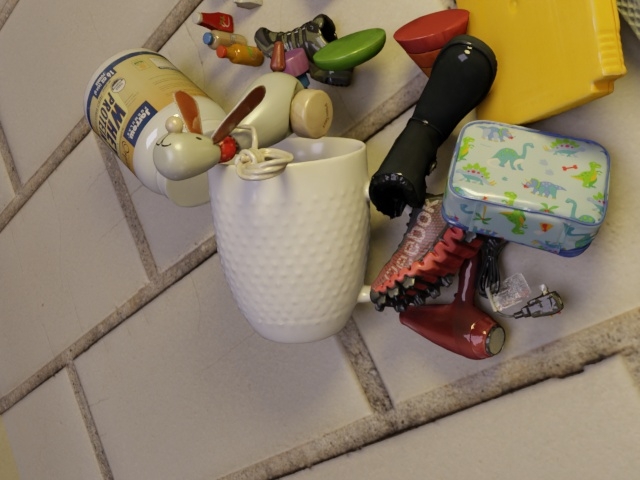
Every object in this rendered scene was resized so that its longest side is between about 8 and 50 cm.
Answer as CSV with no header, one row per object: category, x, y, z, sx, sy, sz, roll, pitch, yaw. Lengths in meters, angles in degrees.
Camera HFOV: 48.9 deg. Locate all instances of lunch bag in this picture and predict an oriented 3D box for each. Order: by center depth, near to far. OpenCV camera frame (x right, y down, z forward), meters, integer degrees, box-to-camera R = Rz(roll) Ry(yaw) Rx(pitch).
lunch bag,0.291,-0.080,0.993,0.219,0.176,0.090,13,145,9

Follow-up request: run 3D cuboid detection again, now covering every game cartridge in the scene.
game cartridge,0.293,-0.333,0.994,0.285,0.052,0.324,168,91,-70

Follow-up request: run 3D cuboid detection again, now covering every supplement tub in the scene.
supplement tub,-0.329,-0.237,1.486,0.316,0.228,0.228,43,120,28

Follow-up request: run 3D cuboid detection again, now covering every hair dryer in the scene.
hair dryer,0.250,0.083,1.158,0.293,0.080,0.223,-37,54,32

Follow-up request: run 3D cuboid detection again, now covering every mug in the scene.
mug,0.000,0.000,1.238,0.374,0.276,0.328,-1,108,11

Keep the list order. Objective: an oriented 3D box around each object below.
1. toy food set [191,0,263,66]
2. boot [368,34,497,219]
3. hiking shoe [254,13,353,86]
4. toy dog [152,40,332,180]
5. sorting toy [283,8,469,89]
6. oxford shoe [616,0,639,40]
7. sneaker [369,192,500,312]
toy food set,-0.193,-0.468,1.425,0.111,0.104,0.232,-1,94,40
boot,0.163,-0.158,1.053,0.094,0.207,0.246,28,152,1
hiking shoe,-0.021,-0.371,1.318,0.227,0.086,0.114,29,107,23
toy dog,-0.120,-0.215,1.113,0.220,0.334,0.161,-1,113,19
sorting toy,0.087,-0.280,1.179,0.365,0.127,0.126,-3,124,34
oxford shoe,0.481,-0.265,0.871,0.169,0.130,0.449,105,142,-75
sneaker,0.176,0.003,1.130,0.276,0.097,0.135,-44,50,25
